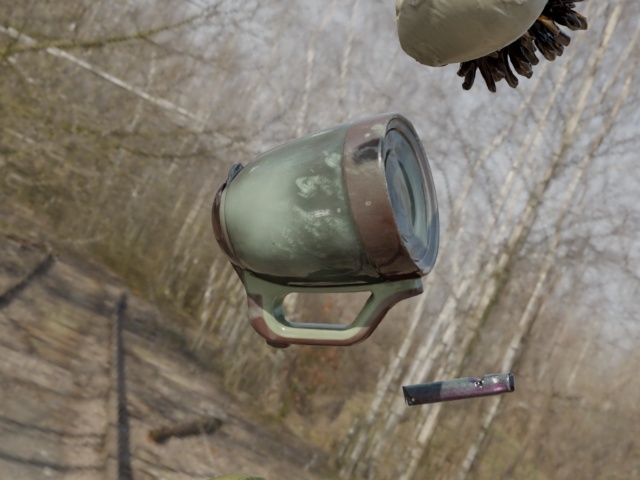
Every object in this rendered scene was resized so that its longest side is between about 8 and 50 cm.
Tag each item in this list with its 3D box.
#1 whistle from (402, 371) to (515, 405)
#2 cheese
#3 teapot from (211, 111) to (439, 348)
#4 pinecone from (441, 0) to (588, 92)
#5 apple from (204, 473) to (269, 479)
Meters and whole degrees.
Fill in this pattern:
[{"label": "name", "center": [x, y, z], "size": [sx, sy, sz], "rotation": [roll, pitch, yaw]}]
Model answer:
[{"label": "whistle", "center": [0.208, 0.225, 1.507], "size": [0.177, 0.033, 0.033], "rotation": [-12, -21, 24]}, {"label": "cheese", "center": [0.192, -0.313, 1.192], "size": [0.154, 0.198, 0.189], "rotation": [28, -22, -15]}, {"label": "teapot", "center": [0.000, 0.000, 1.434], "size": [0.312, 0.314, 0.233], "rotation": [-11, 0, 24]}, {"label": "pinecone", "center": [0.254, -0.338, 1.426], "size": [0.264, 0.264, 0.264], "rotation": [25, -4, 2]}, {"label": "apple", "center": [-0.055, 0.317, 0.742], "size": [0.292, 0.292, 0.254], "rotation": [23, -28, 30]}]
